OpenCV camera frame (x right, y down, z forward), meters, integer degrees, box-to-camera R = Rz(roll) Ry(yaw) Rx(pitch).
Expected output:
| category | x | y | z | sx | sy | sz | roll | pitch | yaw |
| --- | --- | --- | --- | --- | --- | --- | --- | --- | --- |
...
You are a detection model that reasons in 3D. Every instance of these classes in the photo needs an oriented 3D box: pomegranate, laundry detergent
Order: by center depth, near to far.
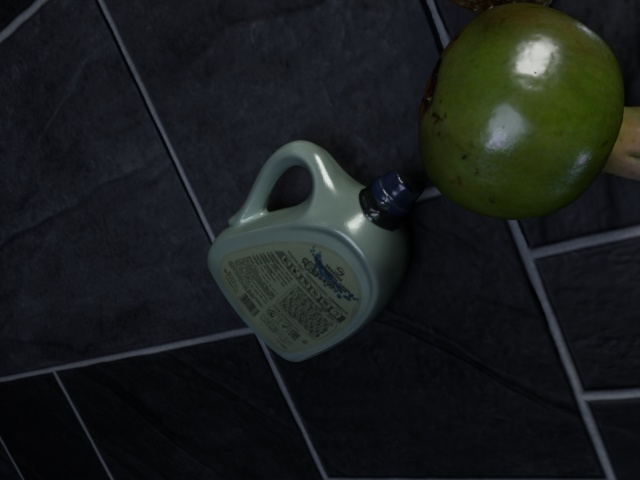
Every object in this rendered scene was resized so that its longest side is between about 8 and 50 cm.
| category | x | y | z | sx | sy | sz | roll | pitch | yaw |
| --- | --- | --- | --- | --- | --- | --- | --- | --- | --- |
| pomegranate | 0.180 | -0.094 | 0.518 | 0.210 | 0.179 | 0.179 | 21 | 122 | 23 |
| laundry detergent | 0.000 | 0.000 | 0.725 | 0.215 | 0.105 | 0.280 | 49 | 130 | 7 |

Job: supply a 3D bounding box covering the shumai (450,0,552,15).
| category | x | y | z | sx | sy | sz | roll | pitch | yaw |
| --- | --- | --- | --- | --- | --- | --- | --- | --- | --- |
| shumai | 0.134 | -0.251 | 0.511 | 0.145 | 0.116 | 0.145 | 16 | 121 | 28 |
